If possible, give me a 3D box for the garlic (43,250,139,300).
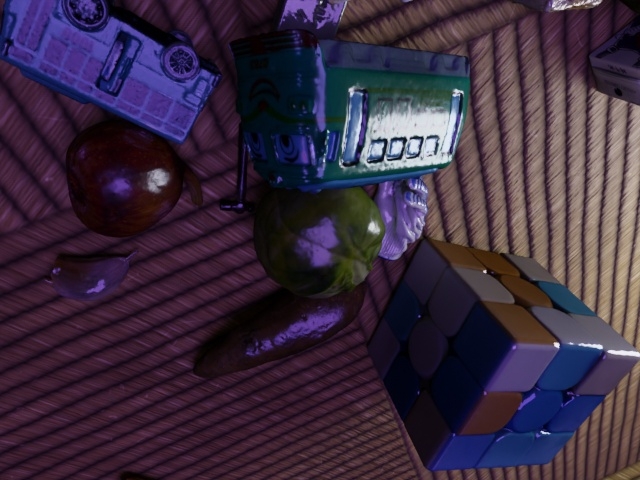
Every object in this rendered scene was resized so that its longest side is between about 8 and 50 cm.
[{"bbox_3d":[-0.398,0.067,0.823,0.152,0.066,0.084,-1,119,-16],"label":"garlic"}]

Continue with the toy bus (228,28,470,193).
[{"bbox_3d":[0.050,-0.178,0.672,0.344,0.184,0.199,-13,110,-39],"label":"toy bus"}]

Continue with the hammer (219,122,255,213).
[{"bbox_3d":[-0.140,-0.127,0.816,0.065,0.021,0.178,0,120,-17],"label":"hammer"}]

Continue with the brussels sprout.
[{"bbox_3d":[0.000,0.000,0.831,0.219,0.210,0.271,-40,140,-1],"label":"brussels sprout"}]

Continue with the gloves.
[{"bbox_3d":[0.151,-0.066,0.912,0.119,0.097,0.229,27,129,18],"label":"gloves"}]

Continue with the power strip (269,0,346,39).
[{"bbox_3d":[-0.046,-0.272,0.738,0.093,0.053,0.287,10,116,-24],"label":"power strip"}]

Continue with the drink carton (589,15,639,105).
[{"bbox_3d":[0.640,-0.358,0.865,0.222,0.134,0.102,-38,127,8],"label":"drink carton"}]

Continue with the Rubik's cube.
[{"bbox_3d":[0.358,0.241,1.020,0.345,0.347,0.346,10,117,-22],"label":"Rubik's cube"}]

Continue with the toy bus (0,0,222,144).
[{"bbox_3d":[-0.278,-0.247,0.630,0.256,0.128,0.147,23,110,-30],"label":"toy bus"}]

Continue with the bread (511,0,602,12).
[{"bbox_3d":[0.389,-0.419,0.760,0.125,0.106,0.082,-14,125,-13],"label":"bread"}]

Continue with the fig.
[{"bbox_3d":[-0.270,-0.101,0.720,0.207,0.175,0.175,-19,129,-35],"label":"fig"}]

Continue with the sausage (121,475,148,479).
[{"bbox_3d":[-0.435,0.635,1.178,0.183,0.054,0.062,39,71,-31],"label":"sausage"}]

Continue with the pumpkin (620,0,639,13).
[{"bbox_3d":[0.549,-0.467,0.719,0.325,0.242,0.232,-53,150,-16],"label":"pumpkin"}]

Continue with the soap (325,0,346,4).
[{"bbox_3d":[0.109,-0.443,0.621,0.274,0.089,0.173,-21,94,-8],"label":"soap"}]

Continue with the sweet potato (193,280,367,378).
[{"bbox_3d":[-0.089,0.188,0.970,0.423,0.130,0.130,-28,126,1],"label":"sweet potato"}]
